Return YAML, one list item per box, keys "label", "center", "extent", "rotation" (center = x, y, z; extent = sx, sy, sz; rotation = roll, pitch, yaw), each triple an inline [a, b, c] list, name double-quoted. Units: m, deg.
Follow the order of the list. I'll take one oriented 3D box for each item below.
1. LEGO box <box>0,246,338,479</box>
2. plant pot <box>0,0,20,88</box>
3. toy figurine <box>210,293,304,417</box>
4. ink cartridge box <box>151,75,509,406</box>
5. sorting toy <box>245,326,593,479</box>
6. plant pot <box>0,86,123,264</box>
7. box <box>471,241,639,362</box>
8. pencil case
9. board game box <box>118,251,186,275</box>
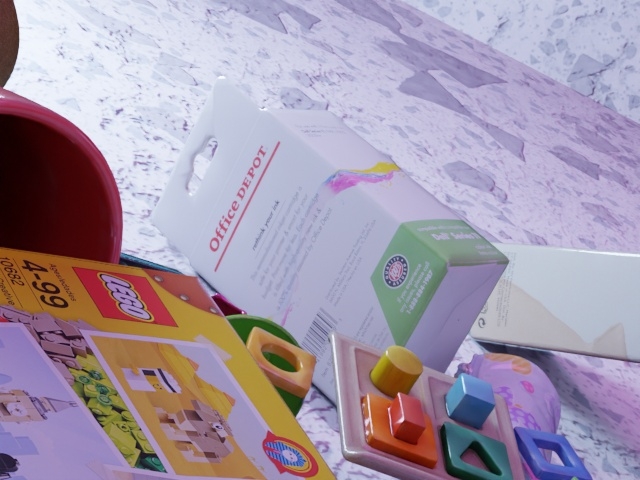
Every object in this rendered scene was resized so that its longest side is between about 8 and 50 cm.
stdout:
- label: "LEGO box"
  center: [-0.166, 0.217, 1.049]
  extent: [0.373, 0.193, 0.500]
  rotation: [10, 29, -38]
- label: "plant pot"
  center: [-0.451, -0.173, 1.566]
  extent: [0.237, 0.237, 0.254]
  rotation: [29, 35, 1]
- label: "toy figurine"
  center: [-0.114, 0.108, 1.511]
  extent: [0.173, 0.130, 0.159]
  rotation: [-5, 18, -14]
- label: "ink cartridge box"
  center: [0.000, 0.000, 1.705]
  extent: [0.353, 0.207, 0.119]
  rotation: [42, 27, 29]
- label: "sorting toy"
  center: [0.097, 0.149, 1.401]
  extent: [0.348, 0.047, 0.196]
  rotation: [22, 25, -17]
- label: "plant pot"
  center: [-0.336, -0.029, 1.333]
  extent: [0.275, 0.274, 0.243]
  rotation: [9, 20, -40]
- label: "box"
  center: [0.332, 0.075, 1.864]
  extent: [0.148, 0.121, 0.311]
  rotation: [10, -3, -36]
- label: "pencil case"
  center: [0.163, 0.207, 1.556]
  extent: [0.273, 0.114, 0.124]
  rotation: [-61, 130, -66]
- label: "board game box"
  center: [-0.219, 0.016, 1.549]
  extent: [0.186, 0.026, 0.126]
  rotation: [18, 0, -13]
